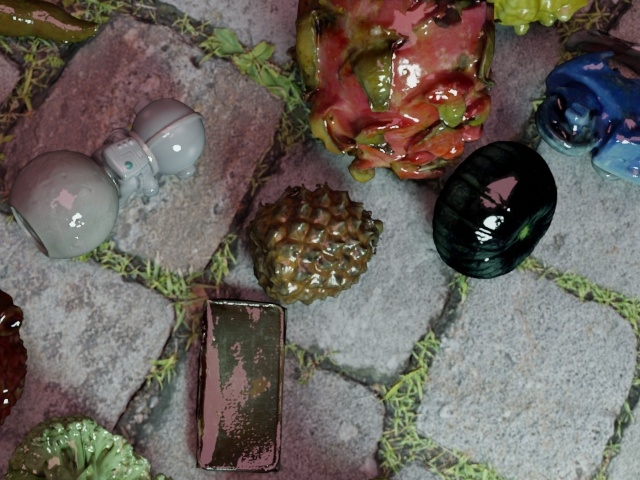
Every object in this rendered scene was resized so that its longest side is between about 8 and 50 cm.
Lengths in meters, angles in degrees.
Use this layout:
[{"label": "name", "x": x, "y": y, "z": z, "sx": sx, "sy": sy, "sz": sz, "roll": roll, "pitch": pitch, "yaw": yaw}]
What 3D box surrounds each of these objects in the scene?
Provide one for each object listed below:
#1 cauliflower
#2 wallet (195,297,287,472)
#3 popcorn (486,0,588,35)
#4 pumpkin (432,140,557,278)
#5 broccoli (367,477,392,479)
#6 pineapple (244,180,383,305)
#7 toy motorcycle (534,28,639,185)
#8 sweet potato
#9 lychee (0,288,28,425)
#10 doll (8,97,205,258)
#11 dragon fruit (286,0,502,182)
[{"label": "cauliflower", "x": -0.277, "y": 0.366, "z": 1.486, "sx": 0.275, "sy": 0.250, "sz": 0.272, "roll": 25, "pitch": 73, "yaw": -1}, {"label": "wallet", "x": -0.108, "y": 0.196, "z": 1.666, "sx": 0.121, "sy": 0.031, "sz": 0.232, "roll": 5, "pitch": 80, "yaw": -15}, {"label": "popcorn", "x": 0.299, "y": -0.427, "z": 1.769, "sx": 0.249, "sy": 0.225, "sz": 0.249, "roll": 3, "pitch": 68, "yaw": -7}, {"label": "pumpkin", "x": 0.238, "y": -0.044, "z": 1.703, "sx": 0.202, "sy": 0.202, "sz": 0.140, "roll": -41, "pitch": 58, "yaw": -16}, {"label": "broccoli", "x": 0.039, "y": 0.381, "z": 1.571, "sx": 0.242, "sy": 0.180, "sz": 0.273, "roll": -8, "pitch": 115, "yaw": -17}, {"label": "pineapple", "x": 0.000, "y": 0.000, "z": 1.666, "sx": 0.193, "sy": 0.166, "sz": 0.166, "roll": -15, "pitch": 82, "yaw": -23}, {"label": "toy motorcycle", "x": 0.452, "y": -0.178, "z": 1.802, "sx": 0.319, "sy": 0.241, "sz": 0.182, "roll": 18, "pitch": 116, "yaw": -13}, {"label": "sweet potato", "x": -0.440, "y": -0.315, "z": 1.686, "sx": 0.273, "sy": 0.067, "sz": 0.067, "roll": 12, "pitch": 77, "yaw": -3}, {"label": "lychee", "x": -0.505, "y": 0.125, "z": 1.467, "sx": 0.330, "sy": 0.306, "sz": 0.306, "roll": -21, "pitch": 83, "yaw": 9}, {"label": "doll", "x": -0.272, "y": -0.095, "z": 1.636, "sx": 0.287, "sy": 0.151, "sz": 0.151, "roll": -36, "pitch": 88, "yaw": -19}, {"label": "dragon fruit", "x": 0.093, "y": -0.208, "z": 1.675, "sx": 0.296, "sy": 0.314, "sz": 0.263, "roll": 7, "pitch": 102, "yaw": 11}]
